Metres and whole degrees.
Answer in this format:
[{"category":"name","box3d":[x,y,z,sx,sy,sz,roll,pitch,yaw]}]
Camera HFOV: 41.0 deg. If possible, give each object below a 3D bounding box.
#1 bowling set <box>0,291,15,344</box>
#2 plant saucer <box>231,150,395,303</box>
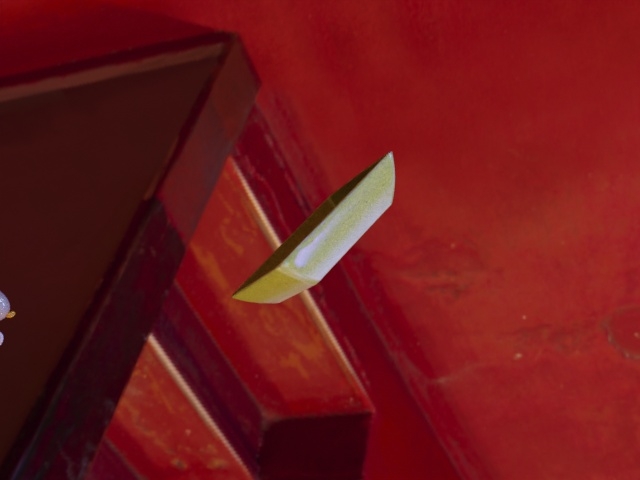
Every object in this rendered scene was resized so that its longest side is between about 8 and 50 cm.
[{"category":"bowling set","box3d":[-0.539,0.054,1.082,0.287,0.200,0.154,31,94,-21]},{"category":"plant saucer","box3d":[0.000,0.000,0.951,0.045,0.188,0.188,46,156,-5]}]
